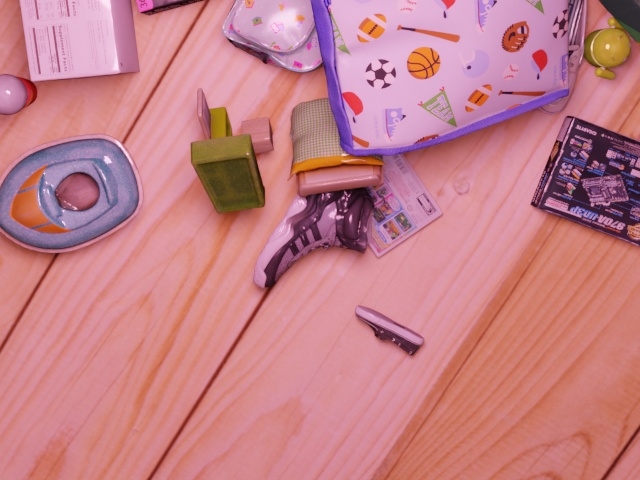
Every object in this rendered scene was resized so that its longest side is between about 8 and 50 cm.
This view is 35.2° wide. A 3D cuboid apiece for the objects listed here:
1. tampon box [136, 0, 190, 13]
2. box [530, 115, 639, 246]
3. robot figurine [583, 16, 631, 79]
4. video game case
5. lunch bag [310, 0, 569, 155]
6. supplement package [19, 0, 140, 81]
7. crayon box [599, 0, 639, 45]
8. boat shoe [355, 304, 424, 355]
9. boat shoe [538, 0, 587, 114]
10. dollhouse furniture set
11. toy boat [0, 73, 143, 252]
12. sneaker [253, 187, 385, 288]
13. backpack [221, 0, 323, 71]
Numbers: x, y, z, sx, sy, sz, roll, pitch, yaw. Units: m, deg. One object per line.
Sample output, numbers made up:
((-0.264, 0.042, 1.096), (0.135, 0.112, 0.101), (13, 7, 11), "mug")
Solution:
((-0.237, -0.457, 1.691), (0.160, 0.101, 0.121), (-15, 99, 1), "tampon box")
((0.512, -0.104, 1.800), (0.220, 0.051, 0.175), (19, 99, -5), "box")
((0.490, -0.329, 1.727), (0.067, 0.115, 0.101), (13, 99, -4), "robot figurine")
((0.118, -0.072, 1.811), (0.143, 0.019, 0.157), (-34, 100, 5), "video game case")
((0.175, -0.338, 1.580), (0.385, 0.239, 0.328), (-24, 128, -15), "lunch bag")
((-0.394, -0.397, 1.645), (0.145, 0.204, 0.262), (-5, 100, 0), "supplement package")
((0.635, -0.380, 1.695), (0.318, 0.081, 0.202), (41, 77, -16), "crayon box")
((0.121, 0.165, 1.838), (0.142, 0.049, 0.040), (28, 98, -8), "boat shoe")
((0.412, -0.331, 1.745), (0.083, 0.076, 0.226), (3, 100, -2), "boat shoe")
((-0.050, -0.183, 1.669), (0.301, 0.151, 0.198), (-8, 56, 5), "dollhouse furniture set")
((-0.467, -0.133, 1.718), (0.267, 0.148, 0.318), (-24, 100, 3), "toy boat")
((0.000, 0.000, 1.765), (0.153, 0.101, 0.269), (34, 102, 1), "sneaker")
((-0.053, -0.371, 1.693), (0.188, 0.144, 0.166), (27, 93, -9), "backpack")
